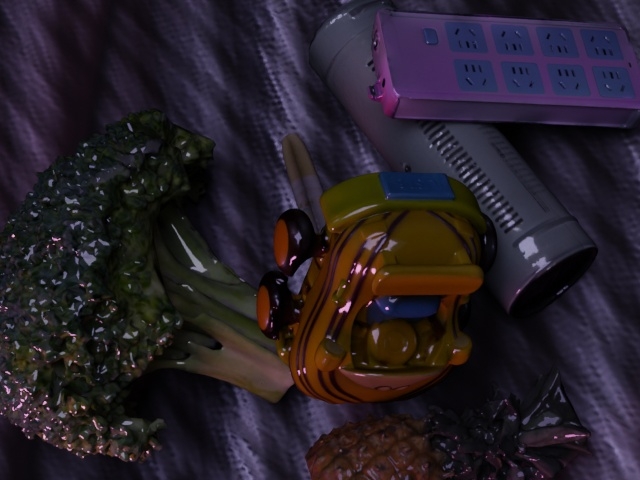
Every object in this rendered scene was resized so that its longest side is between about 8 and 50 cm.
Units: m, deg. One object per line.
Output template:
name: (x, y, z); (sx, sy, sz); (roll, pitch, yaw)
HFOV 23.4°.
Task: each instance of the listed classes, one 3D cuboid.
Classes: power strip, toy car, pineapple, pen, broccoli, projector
power strip: (0.178, -0.161, 1.452); (0.278, 0.037, 0.109); (1, 56, -16)
toy car: (0.057, 0.060, 1.342); (0.200, 0.248, 0.142); (-1, 48, -17)
pineapple: (0.117, 0.192, 1.389); (0.248, 0.128, 0.128); (-21, 70, 1)
pen: (0.000, 0.000, 1.519); (0.040, 0.032, 0.233); (-31, 65, 28)
broccoli: (-0.186, 0.056, 1.458); (0.249, 0.302, 0.375); (-22, 40, 28)
projector: (0.122, -0.084, 1.472); (0.108, 0.108, 0.337); (-37, 69, 0)
